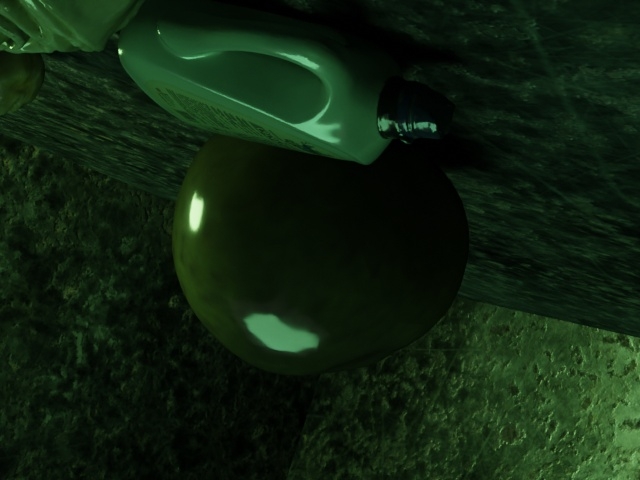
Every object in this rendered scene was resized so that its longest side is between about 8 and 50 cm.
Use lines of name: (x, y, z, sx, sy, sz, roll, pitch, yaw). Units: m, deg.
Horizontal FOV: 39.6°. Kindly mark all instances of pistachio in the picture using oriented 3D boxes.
pistachio: (-0.452, -0.237, 1.225, 0.185, 0.124, 0.124, 22, 177, 37)

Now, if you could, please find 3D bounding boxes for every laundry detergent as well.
laundry detergent: (-0.021, -0.140, 0.796, 0.280, 0.105, 0.215, 17, 172, 31)

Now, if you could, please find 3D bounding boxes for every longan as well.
longan: (0.000, 0.000, 1.050, 0.361, 0.361, 0.361, 18, 174, 2)

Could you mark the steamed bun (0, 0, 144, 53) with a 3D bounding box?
steamed bun: (-0.212, -0.203, 0.613, 0.218, 0.144, 0.211, 21, 174, -18)
